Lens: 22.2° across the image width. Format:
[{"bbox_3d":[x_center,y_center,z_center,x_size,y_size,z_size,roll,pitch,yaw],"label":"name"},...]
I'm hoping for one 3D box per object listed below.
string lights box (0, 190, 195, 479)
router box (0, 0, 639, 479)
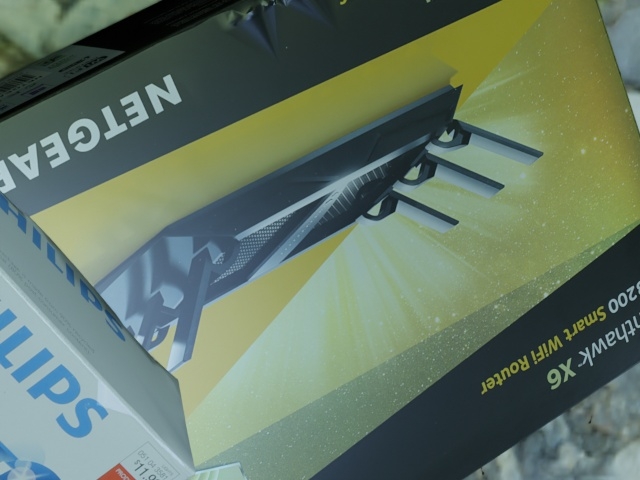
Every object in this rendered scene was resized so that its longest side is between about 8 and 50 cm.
[{"bbox_3d":[-0.189,0.097,0.585,0.259,0.077,0.133,-37,114,7],"label":"string lights box"},{"bbox_3d":[0.000,0.000,0.718,0.309,0.081,0.243,-30,112,-20],"label":"router box"}]
